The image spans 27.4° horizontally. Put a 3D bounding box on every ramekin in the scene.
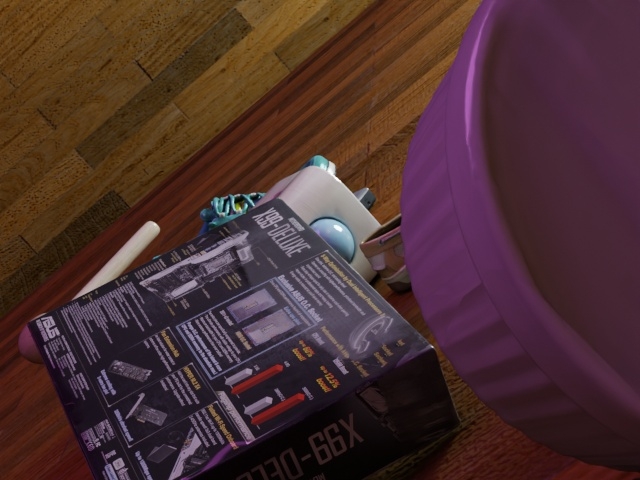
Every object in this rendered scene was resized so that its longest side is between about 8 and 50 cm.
[{"bbox_3d":[0.161,-0.013,0.628,0.273,0.273,0.127,-50,5,-30],"label":"ramekin"}]

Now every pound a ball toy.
[{"bbox_3d":[-0.099,0.053,1.246,0.319,0.208,0.136,-48,14,-25],"label":"pound a ball toy"}]

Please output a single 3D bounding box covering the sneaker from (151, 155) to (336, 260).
[{"bbox_3d":[-0.095,-0.015,1.654,0.275,0.110,0.107,-40,13,6],"label":"sneaker"}]

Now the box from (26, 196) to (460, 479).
[{"bbox_3d":[-0.073,0.097,0.996,0.242,0.076,0.307,-27,30,-12],"label":"box"}]

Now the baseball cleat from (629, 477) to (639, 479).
[{"bbox_3d":[0.119,0.179,0.538,0.109,0.072,0.206,-44,8,24],"label":"baseball cleat"}]

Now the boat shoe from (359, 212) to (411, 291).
[{"bbox_3d":[0.117,-0.040,1.212,0.190,0.072,0.068,-44,13,-7],"label":"boat shoe"}]

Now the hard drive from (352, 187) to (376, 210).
[{"bbox_3d":[0.000,0.000,1.527,0.094,0.022,0.135,-23,23,53],"label":"hard drive"}]
